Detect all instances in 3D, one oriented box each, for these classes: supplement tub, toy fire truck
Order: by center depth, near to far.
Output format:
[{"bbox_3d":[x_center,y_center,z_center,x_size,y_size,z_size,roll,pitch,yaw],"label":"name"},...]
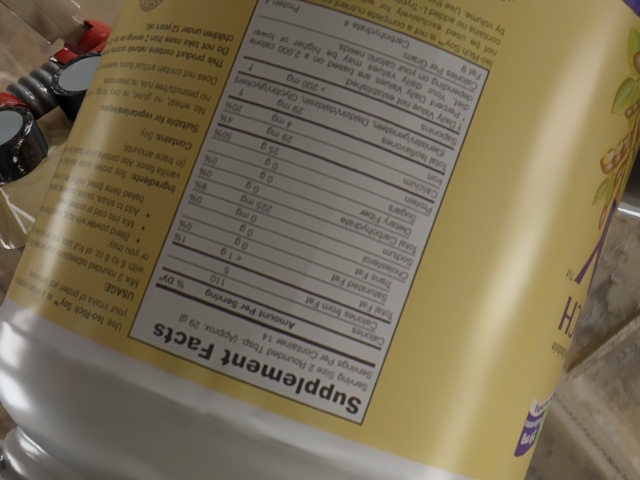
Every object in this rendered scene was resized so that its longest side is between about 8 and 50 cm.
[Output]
[{"bbox_3d":[0.000,0.000,0.464,0.241,0.241,0.331,19,-95,17],"label":"supplement tub"},{"bbox_3d":[-0.231,-0.131,0.832,0.217,0.158,0.246,-38,-134,-21],"label":"toy fire truck"}]

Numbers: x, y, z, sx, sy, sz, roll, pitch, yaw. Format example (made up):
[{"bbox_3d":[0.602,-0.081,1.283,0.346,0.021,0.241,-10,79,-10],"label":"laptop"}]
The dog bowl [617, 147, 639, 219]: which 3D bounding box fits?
[{"bbox_3d":[0.203,-0.163,0.515,0.349,0.102,0.348,23,-61,51],"label":"dog bowl"}]
